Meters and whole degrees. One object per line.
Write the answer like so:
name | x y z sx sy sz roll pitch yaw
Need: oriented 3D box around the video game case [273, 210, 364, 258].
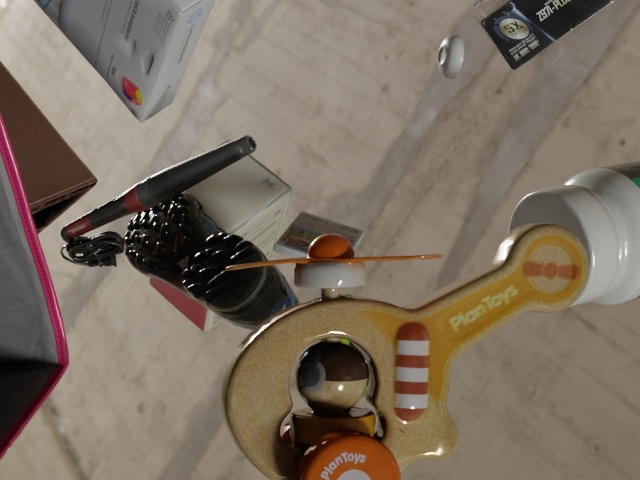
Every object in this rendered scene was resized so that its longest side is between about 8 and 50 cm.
video game case | 0.000 0.000 1.140 0.122 0.087 0.011 -55 162 -65

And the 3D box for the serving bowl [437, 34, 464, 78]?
serving bowl | 0.241 -0.348 1.761 0.083 0.027 0.083 -177 -90 -74

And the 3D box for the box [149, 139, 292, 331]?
box | -0.150 -0.004 1.355 0.127 0.148 0.232 39 -36 17

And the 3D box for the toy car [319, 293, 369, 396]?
toy car | 0.122 0.180 1.672 0.188 0.155 0.149 -12 -139 32

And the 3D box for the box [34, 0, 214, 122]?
box | -0.161 -0.192 0.653 0.038 0.186 0.145 -39 175 -30

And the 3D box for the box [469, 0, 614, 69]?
box | 0.283 -0.308 1.221 0.147 0.077 0.180 -34 -166 15

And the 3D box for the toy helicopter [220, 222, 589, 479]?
toy helicopter | 0.074 0.073 0.811 0.355 0.235 0.140 -29 -176 -13

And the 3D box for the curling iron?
curling iron | -0.170 -0.042 0.958 0.274 0.068 0.035 -30 -133 30

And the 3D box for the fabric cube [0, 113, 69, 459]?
fabric cube | -0.370 0.051 0.662 0.258 0.254 0.259 -6 -159 11

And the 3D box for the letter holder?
letter holder | -0.403 -0.113 0.911 0.152 0.302 0.214 -37 -175 15

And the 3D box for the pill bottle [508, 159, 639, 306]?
pill bottle | 0.474 -0.017 1.400 0.204 0.361 0.204 29 -55 53

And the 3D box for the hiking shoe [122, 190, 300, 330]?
hiking shoe | -0.136 0.034 1.116 0.113 0.132 0.304 -48 -141 -6
